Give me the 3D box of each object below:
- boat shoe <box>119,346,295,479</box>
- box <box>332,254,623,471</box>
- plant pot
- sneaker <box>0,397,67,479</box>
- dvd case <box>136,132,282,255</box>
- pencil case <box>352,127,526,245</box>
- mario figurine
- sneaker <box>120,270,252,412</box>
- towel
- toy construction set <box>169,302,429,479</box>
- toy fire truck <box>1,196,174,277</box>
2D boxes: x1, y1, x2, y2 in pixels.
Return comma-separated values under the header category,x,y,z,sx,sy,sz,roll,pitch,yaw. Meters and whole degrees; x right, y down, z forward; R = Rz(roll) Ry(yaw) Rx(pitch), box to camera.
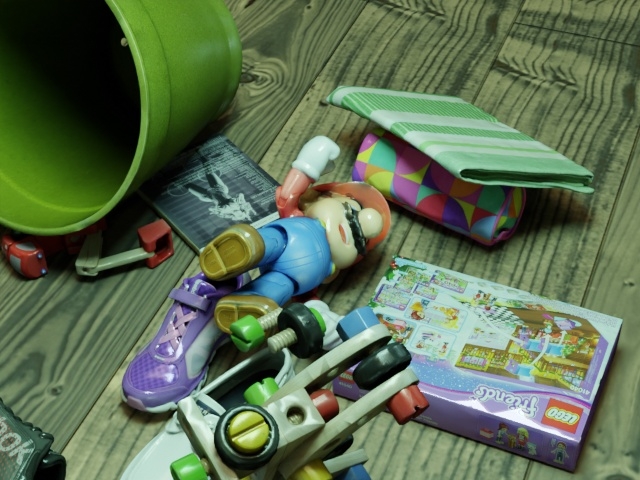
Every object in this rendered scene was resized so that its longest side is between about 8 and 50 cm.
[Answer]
category,x,y,z,sx,sy,sz,roll,pitch,yaw
boat shoe,-0.128,0.204,1.322,0.095,0.084,0.258,27,50,27
box,0.185,0.136,1.406,0.293,0.057,0.201,16,45,18
plant pot,-0.288,-0.228,1.604,0.366,0.367,0.353,19,23,21
sneaker,-0.348,0.231,1.294,0.135,0.098,0.276,-8,39,-17
dvd case,-0.145,-0.062,1.660,0.164,0.018,0.221,-27,48,-26
pencil case,0.155,-0.071,1.606,0.236,0.104,0.104,22,48,26
mario figurine,0.000,0.000,1.433,0.170,0.198,0.320,28,29,17
sneaker,-0.155,0.101,1.422,0.095,0.105,0.236,24,49,23
towel,0.183,-0.139,1.613,0.247,0.038,0.325,2,23,-34
toy construction set,-0.026,0.233,1.152,0.237,0.309,0.257,-26,3,-29
toy fire truck,-0.305,0.007,1.568,0.192,0.047,0.135,-27,48,-25
